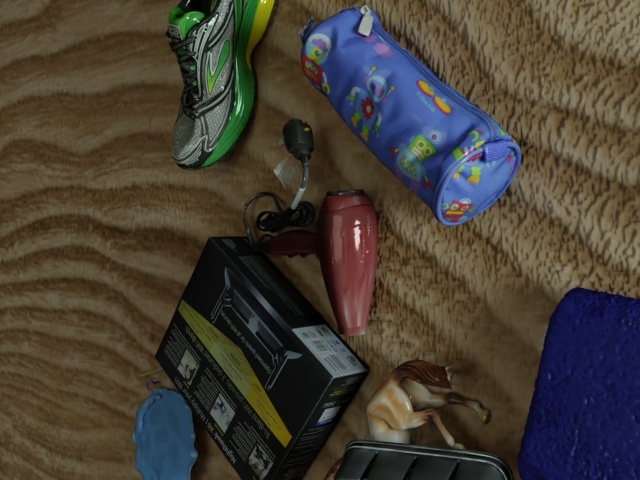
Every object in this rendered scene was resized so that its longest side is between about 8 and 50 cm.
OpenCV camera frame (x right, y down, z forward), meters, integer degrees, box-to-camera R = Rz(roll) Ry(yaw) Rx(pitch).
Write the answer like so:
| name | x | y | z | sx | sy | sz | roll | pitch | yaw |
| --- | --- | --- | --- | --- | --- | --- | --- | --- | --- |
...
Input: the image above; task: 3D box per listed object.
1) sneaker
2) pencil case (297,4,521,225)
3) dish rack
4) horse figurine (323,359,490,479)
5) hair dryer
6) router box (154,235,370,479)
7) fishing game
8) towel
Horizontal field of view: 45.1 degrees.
| name | x | y | z | sx | sy | sz | roll | pitch | yaw |
| --- | --- | --- | --- | --- | --- | --- | --- | --- | --- |
| sneaker | -0.178 | -0.273 | 1.149 | 0.134 | 0.146 | 0.343 | 24 | 108 | 40 |
| pencil case | 0.099 | -0.160 | 0.911 | 0.306 | 0.119 | 0.133 | 51 | 145 | 28 |
| dish rack | 0.128 | 0.372 | 0.894 | 0.208 | 0.074 | 0.271 | -3 | 109 | 32 |
| horse figurine | 0.103 | 0.251 | 0.955 | 0.174 | 0.066 | 0.263 | 24 | 109 | 34 |
| hair dryer | 0.000 | 0.000 | 1.059 | 0.293 | 0.080 | 0.223 | 63 | 143 | 29 |
| router box | -0.100 | 0.179 | 1.128 | 0.309 | 0.081 | 0.243 | 46 | 119 | 32 |
| fishing game | -0.260 | 0.343 | 1.310 | 0.189 | 0.041 | 0.264 | -28 | 64 | 39 |
| towel | 0.339 | 0.181 | 0.711 | 0.308 | 0.076 | 0.227 | 17 | 95 | 51 |
